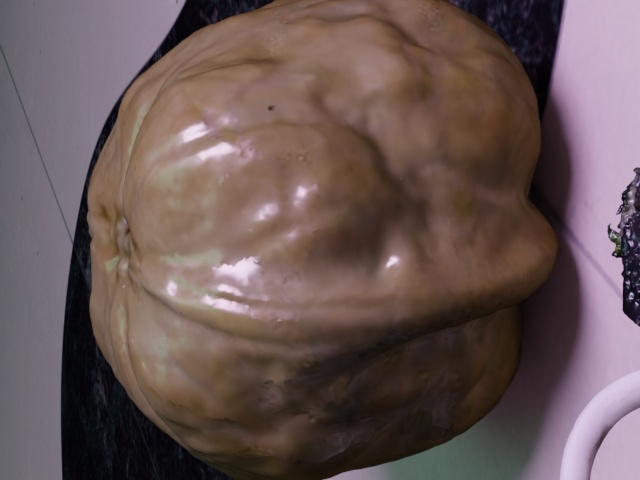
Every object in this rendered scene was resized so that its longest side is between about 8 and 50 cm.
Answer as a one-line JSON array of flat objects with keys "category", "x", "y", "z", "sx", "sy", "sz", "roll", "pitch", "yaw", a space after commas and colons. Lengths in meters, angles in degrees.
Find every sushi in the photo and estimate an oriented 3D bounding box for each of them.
[{"category": "sushi", "x": 0.180, "y": -0.002, "z": 0.807, "sx": 0.084, "sy": 0.056, "sz": 0.083, "roll": -135, "pitch": 50, "yaw": -59}]

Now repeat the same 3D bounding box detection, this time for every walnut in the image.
[{"category": "walnut", "x": 0.000, "y": -0.002, "z": 0.967, "sx": 0.253, "sy": 0.276, "sz": 0.282, "roll": -21, "pitch": 82, "yaw": 58}]

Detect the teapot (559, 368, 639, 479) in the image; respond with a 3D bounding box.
[{"category": "teapot", "x": 0.176, "y": 0.187, "z": 0.692, "sx": 0.298, "sy": 0.139, "sz": 0.204, "roll": 67, "pitch": -172, "yaw": 29}]
